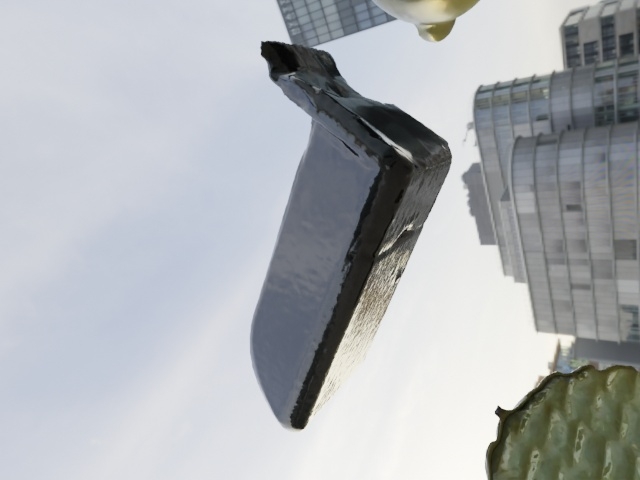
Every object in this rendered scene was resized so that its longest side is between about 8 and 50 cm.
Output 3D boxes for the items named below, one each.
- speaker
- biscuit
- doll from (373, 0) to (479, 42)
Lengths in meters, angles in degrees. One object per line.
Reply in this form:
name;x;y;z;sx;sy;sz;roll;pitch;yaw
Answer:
speaker;0.000;0.000;0.538;0.180;0.184;0.388;-25;-42;-57
biscuit;0.285;0.201;0.419;0.036;0.274;0.187;76;-160;-48
doll;0.122;-0.352;0.462;0.177;0.162;0.260;8;-76;-52
